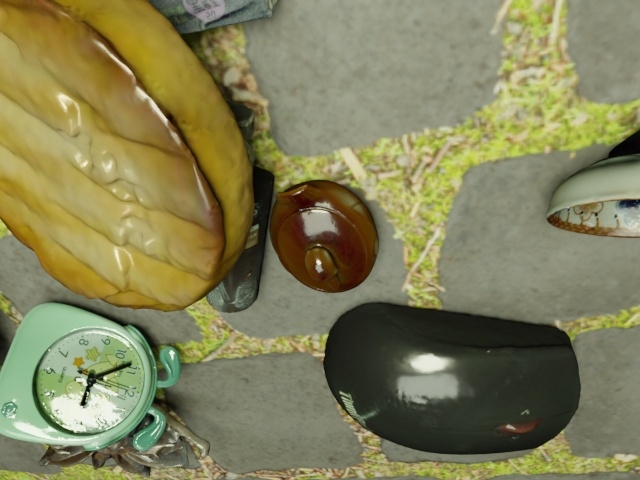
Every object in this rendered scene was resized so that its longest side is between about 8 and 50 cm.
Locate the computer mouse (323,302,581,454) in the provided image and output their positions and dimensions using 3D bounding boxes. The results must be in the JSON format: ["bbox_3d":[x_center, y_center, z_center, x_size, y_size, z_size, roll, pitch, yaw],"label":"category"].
[{"bbox_3d":[0.132,0.161,0.613,0.269,0.100,0.170,5,131,5],"label":"computer mouse"}]

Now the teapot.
[{"bbox_3d":[0.000,0.000,0.520,0.098,0.078,0.129,-11,125,17],"label":"teapot"}]

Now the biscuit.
[{"bbox_3d":[-0.179,-0.071,0.455,0.296,0.102,0.297,20,136,20],"label":"biscuit"}]

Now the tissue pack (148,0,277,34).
[{"bbox_3d":[-0.102,-0.215,0.372,0.112,0.051,0.156,-3,137,17],"label":"tissue pack"}]

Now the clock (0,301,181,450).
[{"bbox_3d":[-0.261,0.163,0.655,0.188,0.148,0.060,19,159,-10],"label":"clock"}]

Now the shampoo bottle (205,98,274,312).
[{"bbox_3d":[-0.082,-0.027,0.527,0.063,0.057,0.208,29,132,24],"label":"shampoo bottle"}]

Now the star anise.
[{"bbox_3d":[-0.264,0.256,0.765,0.262,0.081,0.230,-10,128,15],"label":"star anise"}]

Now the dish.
[{"bbox_3d":[0.250,-0.052,0.445,0.141,0.078,0.141,5,171,1],"label":"dish"}]
